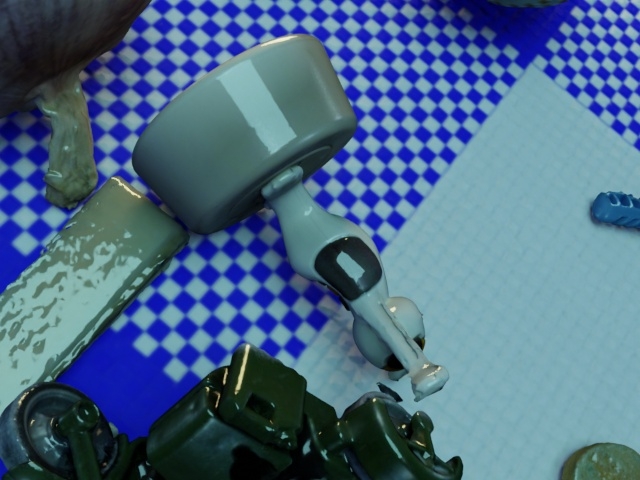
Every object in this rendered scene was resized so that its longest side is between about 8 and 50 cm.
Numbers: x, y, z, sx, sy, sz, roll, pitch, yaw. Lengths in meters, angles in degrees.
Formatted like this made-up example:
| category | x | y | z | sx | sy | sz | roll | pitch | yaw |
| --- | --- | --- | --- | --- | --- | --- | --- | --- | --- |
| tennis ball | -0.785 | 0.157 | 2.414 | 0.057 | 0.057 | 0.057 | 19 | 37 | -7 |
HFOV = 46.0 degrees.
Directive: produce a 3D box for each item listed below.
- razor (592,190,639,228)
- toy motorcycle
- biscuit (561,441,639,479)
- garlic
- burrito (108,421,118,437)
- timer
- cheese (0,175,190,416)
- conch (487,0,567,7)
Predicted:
| category | x | y | z | sx | sy | sz | roll | pitch | yaw |
| --- | --- | --- | --- | --- | --- | --- | --- | --- | --- |
| razor | 0.395 | -0.010 | 0.766 | 0.253 | 0.042 | 0.082 | 12 | 25 | -11 |
| toy motorcycle | -0.049 | 0.155 | 0.472 | 0.275 | 0.205 | 0.127 | 36 | 26 | -28 |
| biscuit | 0.292 | 0.273 | 0.635 | 0.153 | 0.030 | 0.234 | -38 | 84 | -26 |
| garlic | -0.223 | -0.140 | 0.560 | 0.245 | 0.245 | 0.253 | -23 | 110 | -23 |
| burrito | -0.195 | 0.186 | 0.517 | 0.055 | 0.041 | 0.149 | 29 | 68 | 10 |
| timer | 0.000 | 0.000 | 0.581 | 0.175 | 0.175 | 0.266 | -33 | 87 | -24 |
| cheese | -0.249 | 0.110 | 0.536 | 0.085 | 0.034 | 0.400 | 41 | 65 | -4 |
| conch | 0.191 | -0.377 | 0.755 | 0.303 | 0.215 | 0.319 | 49 | 33 | -1 |
